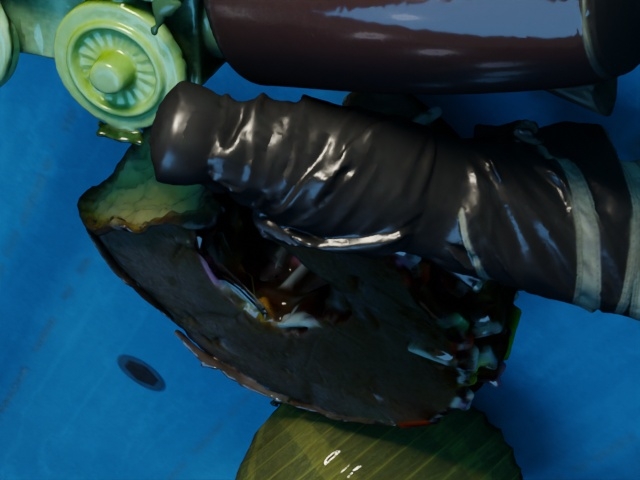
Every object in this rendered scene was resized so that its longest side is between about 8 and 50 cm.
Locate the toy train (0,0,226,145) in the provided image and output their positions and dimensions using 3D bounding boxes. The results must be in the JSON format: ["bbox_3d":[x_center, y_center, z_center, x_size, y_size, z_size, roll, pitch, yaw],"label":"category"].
[{"bbox_3d":[-0.151,-0.179,1.093,0.272,0.159,0.188,12,126,20],"label":"toy train"}]

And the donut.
[{"bbox_3d":[0.011,0.015,1.288,0.259,0.136,0.345,46,149,-25],"label":"donut"}]

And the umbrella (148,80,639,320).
[{"bbox_3d":[0.073,-0.031,1.070,0.358,0.113,0.106,12,-169,-14],"label":"umbrella"}]

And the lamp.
[{"bbox_3d":[0.029,0.204,1.452,0.284,0.250,0.250,52,150,3],"label":"lamp"}]

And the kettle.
[{"bbox_3d":[0.069,-0.169,0.976,0.232,0.144,0.202,7,115,30],"label":"kettle"}]
